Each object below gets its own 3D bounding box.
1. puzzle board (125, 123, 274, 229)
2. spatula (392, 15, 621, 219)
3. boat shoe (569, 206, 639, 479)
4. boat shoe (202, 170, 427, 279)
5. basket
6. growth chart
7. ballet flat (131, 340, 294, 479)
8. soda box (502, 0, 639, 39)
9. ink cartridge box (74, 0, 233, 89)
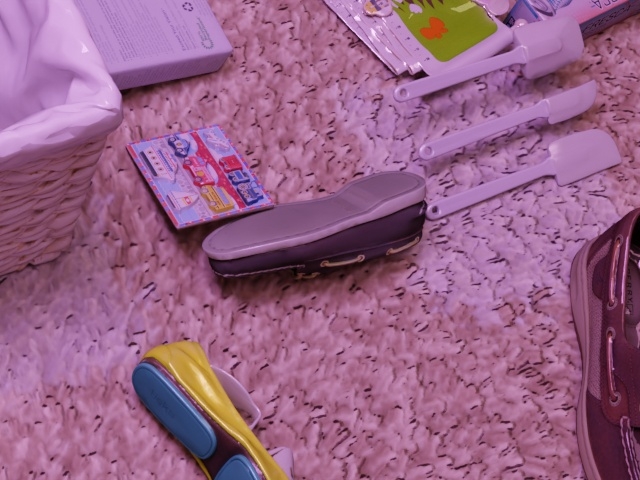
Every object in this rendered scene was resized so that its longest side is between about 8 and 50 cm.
[{"bbox_3d":[-0.112,-0.062,1.339,0.096,0.011,0.128,-14,45,-24],"label":"puzzle board"},{"bbox_3d":[0.187,-0.123,1.463,0.242,0.019,0.168,-20,98,-24],"label":"spatula"},{"bbox_3d":[0.312,0.129,1.337,0.123,0.123,0.342,6,62,-15],"label":"boat shoe"},{"bbox_3d":[0.000,0.000,1.333,0.228,0.068,0.081,-18,30,-24],"label":"boat shoe"},{"bbox_3d":[-0.384,-0.127,1.165,0.328,0.266,0.331,-21,72,-26],"label":"basket"},{"bbox_3d":[0.088,-0.258,1.515,0.237,0.021,0.172,43,67,11],"label":"growth chart"},{"bbox_3d":[-0.068,0.177,1.224,0.077,0.077,0.231,-23,69,-44],"label":"ballet flat"},{"bbox_3d":[0.290,-0.260,1.574,0.183,0.058,0.063,-28,75,-29],"label":"soda box"},{"bbox_3d":[-0.225,-0.243,1.382,0.224,0.045,0.223,-14,68,-38],"label":"ink cartridge box"}]
